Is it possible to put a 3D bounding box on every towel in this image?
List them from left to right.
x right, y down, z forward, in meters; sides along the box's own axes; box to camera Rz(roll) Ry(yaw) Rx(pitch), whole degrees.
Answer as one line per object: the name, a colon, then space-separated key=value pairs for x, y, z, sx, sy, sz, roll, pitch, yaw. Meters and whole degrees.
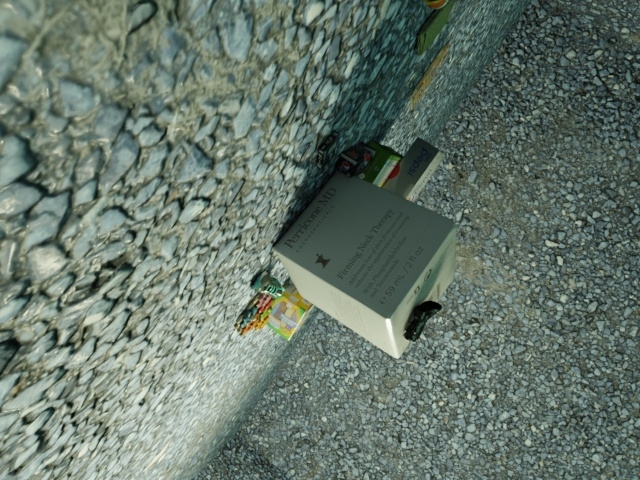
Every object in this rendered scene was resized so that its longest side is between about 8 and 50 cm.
towel: x=0.313 y=-0.593 z=1.312 sx=0.148 sy=0.027 sz=0.110 roll=-53 pitch=169 yaw=-4

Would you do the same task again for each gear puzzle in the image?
gear puzzle: x=-0.207 y=0.261 z=1.614 sx=0.175 sy=0.044 sz=0.339 roll=-52 pitch=170 yaw=-18

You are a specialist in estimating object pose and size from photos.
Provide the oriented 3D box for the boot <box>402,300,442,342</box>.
boot: x=0.276 y=0.220 z=1.286 sx=0.121 sy=0.045 sz=0.099 roll=-9 pitch=121 yaw=-47

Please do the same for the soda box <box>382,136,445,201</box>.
soda box: x=0.298 y=-0.204 z=1.627 sx=0.286 sy=0.098 sz=0.091 roll=-56 pitch=157 yaw=16

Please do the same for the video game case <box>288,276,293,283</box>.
video game case: x=-0.031 y=0.114 z=1.757 sx=0.157 sy=0.019 sz=0.143 roll=-3 pitch=147 yaw=-18

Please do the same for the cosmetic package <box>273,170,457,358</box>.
cosmetic package: x=0.142 y=0.068 z=1.391 sx=0.329 sy=0.393 sz=0.327 roll=-52 pitch=151 yaw=-17

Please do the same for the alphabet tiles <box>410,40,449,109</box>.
alphabet tiles: x=0.401 y=-0.607 z=1.744 sx=0.237 sy=0.009 sz=0.198 roll=-56 pitch=170 yaw=7

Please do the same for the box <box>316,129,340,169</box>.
box: x=0.018 y=-0.221 z=1.162 sx=0.067 sy=0.018 sz=0.083 roll=-51 pitch=169 yaw=-22

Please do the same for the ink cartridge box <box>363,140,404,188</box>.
ink cartridge box: x=0.178 y=-0.204 z=1.659 sx=0.188 sy=0.097 sz=0.255 roll=-6 pitch=131 yaw=-60

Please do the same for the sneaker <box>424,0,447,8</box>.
sneaker: x=0.299 y=-0.615 z=1.076 sx=0.067 sy=0.064 sz=0.175 roll=-22 pitch=144 yaw=-55

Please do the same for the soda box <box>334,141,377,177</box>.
soda box: x=0.107 y=-0.241 z=1.401 sx=0.169 sy=0.060 sz=0.053 roll=-42 pitch=161 yaw=-55

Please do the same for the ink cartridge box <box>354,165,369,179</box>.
ink cartridge box: x=0.106 y=-0.193 z=1.487 sx=0.115 sy=0.029 sz=0.063 roll=-18 pitch=-161 yaw=43

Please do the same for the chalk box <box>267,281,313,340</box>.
chalk box: x=-0.125 y=0.282 z=1.833 sx=0.213 sy=0.132 sz=0.132 roll=-59 pitch=170 yaw=28

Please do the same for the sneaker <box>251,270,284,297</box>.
sneaker: x=-0.146 y=0.135 z=1.393 sx=0.065 sy=0.076 sz=0.166 roll=-57 pitch=170 yaw=4
